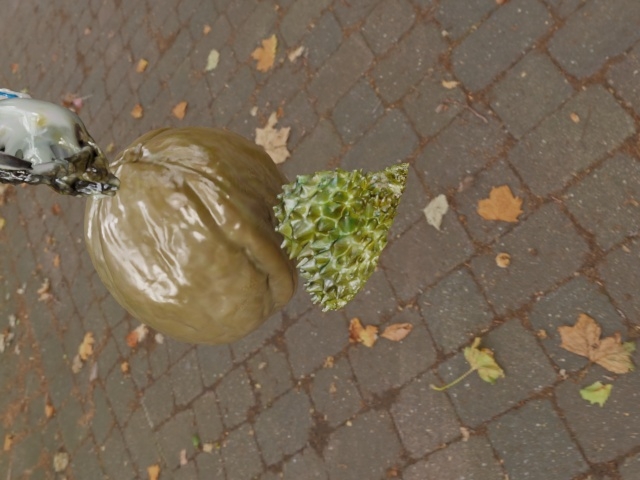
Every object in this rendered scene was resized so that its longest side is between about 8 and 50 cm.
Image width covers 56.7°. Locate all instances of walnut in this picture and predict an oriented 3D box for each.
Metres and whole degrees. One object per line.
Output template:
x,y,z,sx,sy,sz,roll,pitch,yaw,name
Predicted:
-0.155,-0.005,0.808,0.252,0.313,0.277,-26,35,17,walnut

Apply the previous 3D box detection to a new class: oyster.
-0.300,-0.090,0.488,0.223,0.214,0.083,32,106,5,oyster

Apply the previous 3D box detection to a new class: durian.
-0.003,-0.002,0.588,0.187,0.108,0.119,-56,10,55,durian
